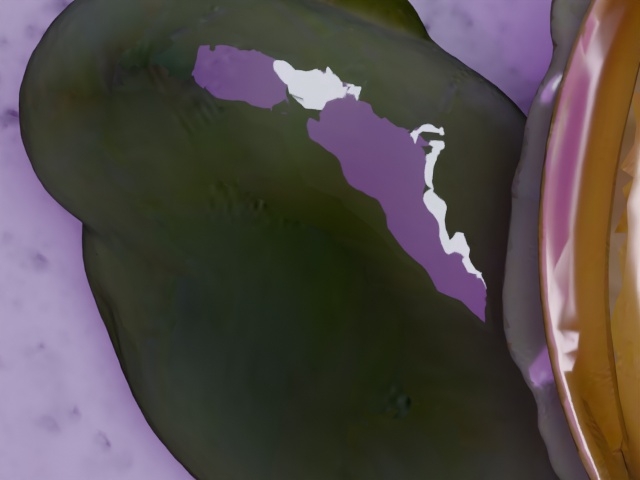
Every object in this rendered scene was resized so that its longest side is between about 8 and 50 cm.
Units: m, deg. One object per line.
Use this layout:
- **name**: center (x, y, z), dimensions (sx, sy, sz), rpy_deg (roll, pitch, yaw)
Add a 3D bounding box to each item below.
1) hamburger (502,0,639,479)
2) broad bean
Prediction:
- **hamburger**: center (0.189, 0.000, 0.471), dimensions (0.274, 0.212, 0.274), rpy_deg (1, 94, 20)
- **broad bean**: center (0.000, 0.000, 0.588), dimensions (0.169, 0.100, 0.228), rpy_deg (-15, 100, 30)
